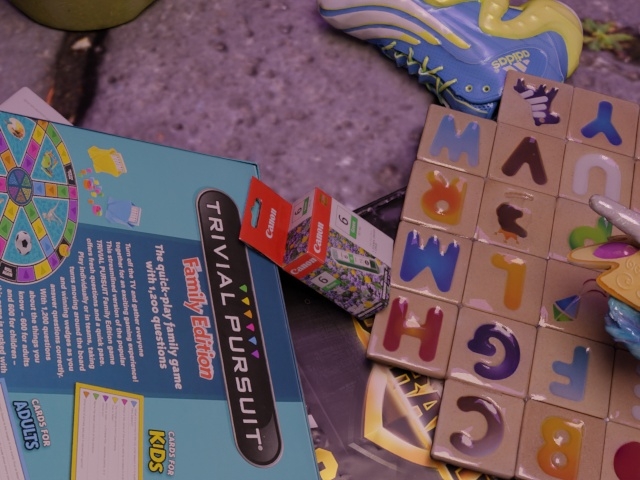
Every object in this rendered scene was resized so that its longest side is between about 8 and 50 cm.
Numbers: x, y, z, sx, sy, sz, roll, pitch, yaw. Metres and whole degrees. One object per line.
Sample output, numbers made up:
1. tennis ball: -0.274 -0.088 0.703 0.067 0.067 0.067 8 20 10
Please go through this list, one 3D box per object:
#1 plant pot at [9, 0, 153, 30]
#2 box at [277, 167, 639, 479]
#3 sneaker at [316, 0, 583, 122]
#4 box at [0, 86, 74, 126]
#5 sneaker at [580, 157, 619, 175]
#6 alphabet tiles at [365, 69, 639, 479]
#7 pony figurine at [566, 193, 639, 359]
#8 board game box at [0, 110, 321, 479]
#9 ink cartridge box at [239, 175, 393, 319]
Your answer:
1. plant pot: -0.219 -0.325 0.849 0.276 0.254 0.276 1 62 -1
2. box: 0.061 0.135 0.724 0.257 0.079 0.322 -25 67 -11
3. sneaker: 0.110 -0.165 0.867 0.240 0.091 0.126 8 64 2
4. box: -0.243 -0.011 0.780 0.130 0.091 0.170 39 69 16
5. sneaker: 0.180 -0.034 0.829 0.166 0.065 0.076 11 81 7
6. alphabet tiles: 0.196 0.023 0.740 0.285 0.011 0.342 16 60 1
7. pony figurine: 0.375 0.056 0.588 0.351 0.363 0.303 48 44 -26
8. board game box: -0.172 0.051 0.578 0.336 0.079 0.253 10 56 -38
9. ink cartridge box: 0.000 0.000 0.689 0.115 0.029 0.063 34 42 -28
